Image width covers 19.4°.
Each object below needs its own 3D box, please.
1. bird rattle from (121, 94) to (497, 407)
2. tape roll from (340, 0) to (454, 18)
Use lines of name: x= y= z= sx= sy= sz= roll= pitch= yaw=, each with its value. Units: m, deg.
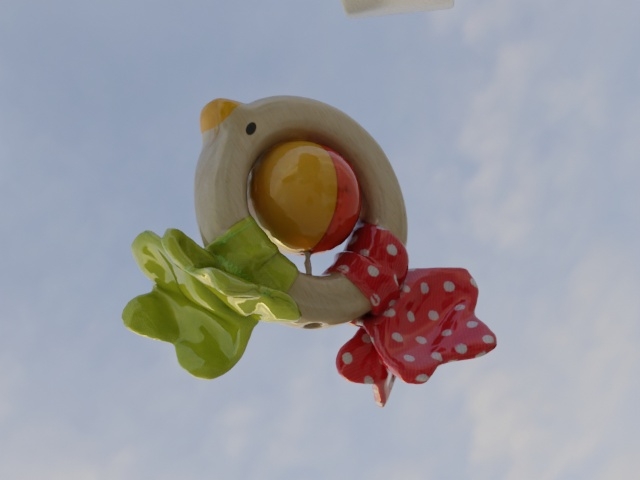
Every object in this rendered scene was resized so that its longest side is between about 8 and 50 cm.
bird rattle: x=0.000 y=0.000 z=1.268 sx=0.253 sy=0.143 sz=0.207 roll=4 pitch=-106 yaw=-25
tape roll: x=0.029 y=-0.327 z=1.116 sx=0.072 sy=0.392 sz=0.392 roll=-5 pitch=-52 yaw=5
